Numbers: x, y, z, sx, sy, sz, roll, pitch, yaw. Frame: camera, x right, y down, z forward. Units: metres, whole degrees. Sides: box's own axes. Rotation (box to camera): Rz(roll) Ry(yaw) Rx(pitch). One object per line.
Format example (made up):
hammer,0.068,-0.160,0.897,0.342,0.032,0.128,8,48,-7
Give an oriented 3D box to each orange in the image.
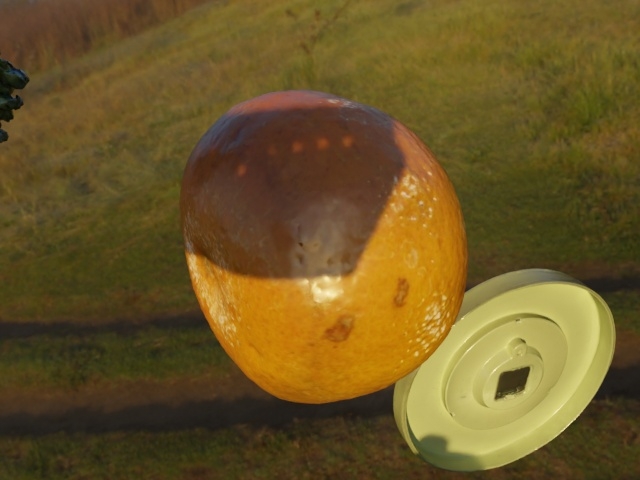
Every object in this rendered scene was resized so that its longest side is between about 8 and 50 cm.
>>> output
orange,0.000,0.000,0.513,0.170,0.223,0.224,-15,18,-26

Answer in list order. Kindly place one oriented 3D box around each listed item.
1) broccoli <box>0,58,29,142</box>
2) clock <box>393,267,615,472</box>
broccoli,-0.341,-0.177,0.596,0.165,0.145,0.304,-29,-11,-20
clock,0.183,0.134,0.728,0.235,0.234,0.029,-18,33,-13
